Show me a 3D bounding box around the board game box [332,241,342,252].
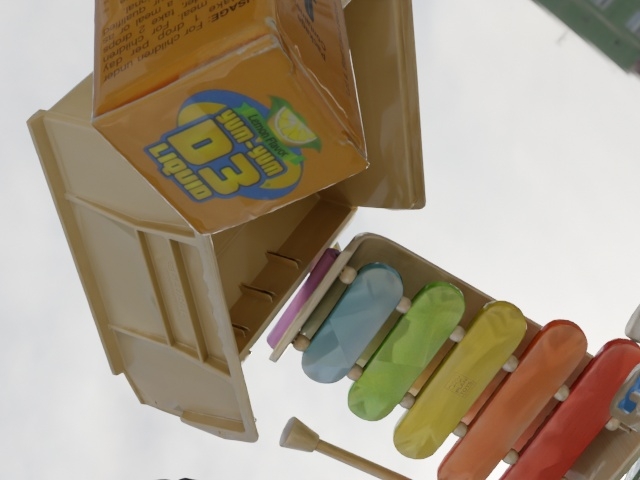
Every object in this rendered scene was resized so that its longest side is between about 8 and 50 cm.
[{"bbox_3d":[0.000,0.000,1.444,0.103,0.026,0.154,175,74,-83],"label":"board game box"}]

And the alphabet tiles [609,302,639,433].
[{"bbox_3d":[0.299,0.017,0.802,0.021,0.284,0.278,35,179,-6],"label":"alphabet tiles"}]

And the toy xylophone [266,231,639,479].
[{"bbox_3d":[0.103,0.132,0.998,0.323,0.236,0.081,22,-158,-8],"label":"toy xylophone"}]

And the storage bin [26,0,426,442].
[{"bbox_3d":[-0.042,-0.041,0.825,0.123,0.260,0.262,15,-134,26],"label":"storage bin"}]

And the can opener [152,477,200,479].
[{"bbox_3d":[-0.216,0.354,1.491,0.073,0.186,0.059,22,-145,-32],"label":"can opener"}]

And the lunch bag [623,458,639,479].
[{"bbox_3d":[0.339,0.252,0.986,0.224,0.107,0.279,34,-136,13],"label":"lunch bag"}]

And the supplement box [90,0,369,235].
[{"bbox_3d":[-0.041,-0.118,0.476,0.078,0.080,0.233,50,-158,-44],"label":"supplement box"}]
